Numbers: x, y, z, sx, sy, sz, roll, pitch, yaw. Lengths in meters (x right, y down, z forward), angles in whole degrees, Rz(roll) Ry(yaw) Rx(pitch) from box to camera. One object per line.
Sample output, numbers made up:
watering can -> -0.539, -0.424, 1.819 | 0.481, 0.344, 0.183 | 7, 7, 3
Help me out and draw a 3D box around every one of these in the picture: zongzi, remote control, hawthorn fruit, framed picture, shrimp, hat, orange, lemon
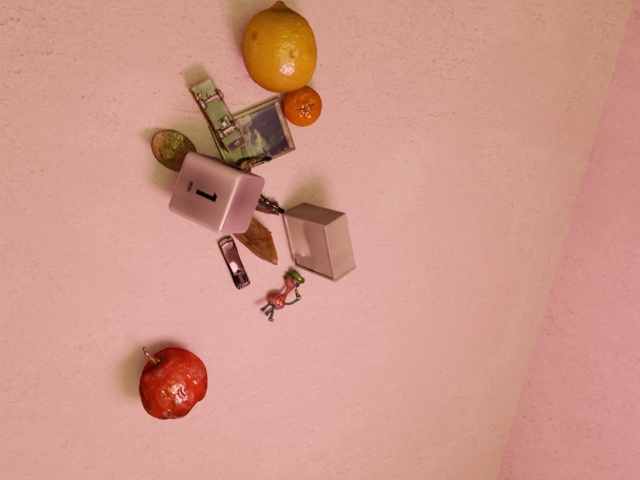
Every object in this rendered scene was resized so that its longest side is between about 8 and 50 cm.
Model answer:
zongzi -> -0.226, -0.005, 1.664 | 0.194, 0.197, 0.099 | 38, 99, -31
remote control -> -0.306, 0.082, 1.754 | 0.059, 0.028, 0.212 | -27, 120, -16
hawthorn fruit -> -0.518, 0.461, 1.671 | 0.241, 0.242, 0.272 | -30, 112, -16
framed picture -> -0.222, -0.343, 1.640 | 0.259, 0.023, 0.189 | -27, 117, -17
shrimp -> -0.188, -0.184, 1.685 | 0.261, 0.051, 0.198 | 24, 109, -35
hat -> -0.461, -0.262, 1.516 | 0.146, 0.067, 0.146 | 19, 57, -32
orange -> -0.057, -0.445, 1.631 | 0.135, 0.117, 0.136 | -17, 125, -27
lemon -> -0.124, -0.574, 1.477 | 0.228, 0.228, 0.254 | -24, 123, -19

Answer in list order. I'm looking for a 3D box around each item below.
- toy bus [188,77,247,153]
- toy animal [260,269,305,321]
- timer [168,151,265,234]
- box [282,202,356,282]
toy bus -> -0.313, -0.386, 1.523 | 0.081, 0.074, 0.226 | -36, 116, -12
toy animal -> -0.136, 0.214, 1.858 | 0.103, 0.100, 0.208 | 39, 72, 4
timer -> -0.316, -0.143, 1.518 | 0.194, 0.194, 0.192 | -69, 165, 9
box -> 0.000, 0.000, 1.762 | 0.117, 0.225, 0.225 | -30, 122, -34
